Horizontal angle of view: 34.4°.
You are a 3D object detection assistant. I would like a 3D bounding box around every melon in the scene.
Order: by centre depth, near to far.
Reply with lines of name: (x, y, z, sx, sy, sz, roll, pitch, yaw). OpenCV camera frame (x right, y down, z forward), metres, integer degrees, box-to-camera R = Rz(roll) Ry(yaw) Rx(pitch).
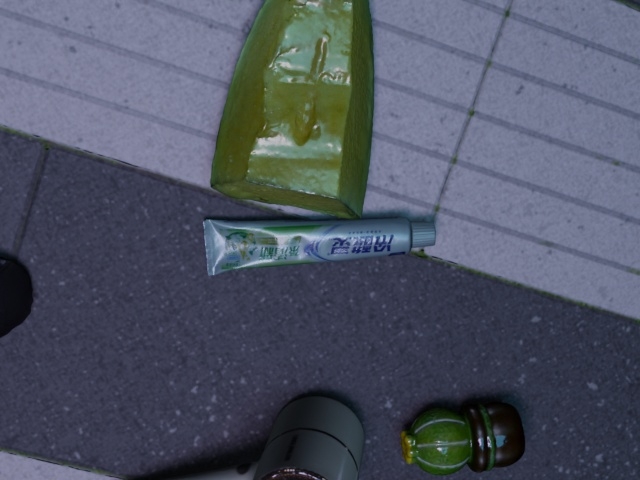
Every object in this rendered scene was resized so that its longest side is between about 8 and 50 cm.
melon: (-0.010, -0.195, 1.243, 0.196, 0.124, 0.323, 10, 95, -13)

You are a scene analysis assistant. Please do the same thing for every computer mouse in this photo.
computer mouse: (-0.460, 0.075, 1.246, 0.217, 0.073, 0.122, -2, 103, -8)

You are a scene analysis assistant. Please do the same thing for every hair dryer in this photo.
hair dryer: (-0.128, 0.320, 1.324, 0.362, 0.203, 0.128, -13, 106, 12)

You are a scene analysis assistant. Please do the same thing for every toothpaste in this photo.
toothpaste: (0.000, 0.000, 1.330, 0.297, 0.048, 0.074, -4, 106, -6)

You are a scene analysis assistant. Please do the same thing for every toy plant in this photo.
toy plant: (0.189, 0.270, 1.400, 0.162, 0.093, 0.092, -5, 104, -10)
